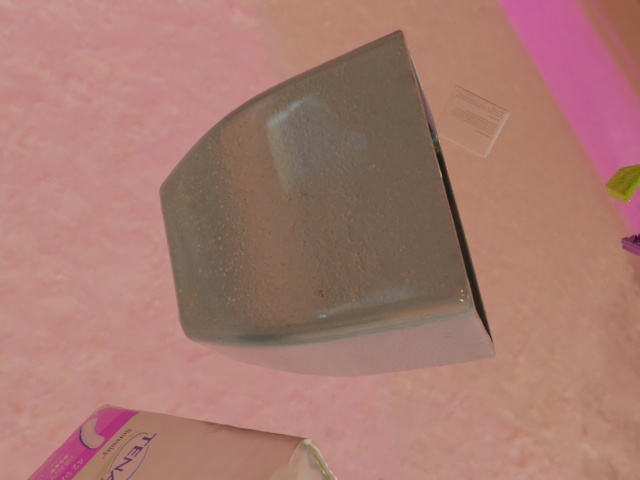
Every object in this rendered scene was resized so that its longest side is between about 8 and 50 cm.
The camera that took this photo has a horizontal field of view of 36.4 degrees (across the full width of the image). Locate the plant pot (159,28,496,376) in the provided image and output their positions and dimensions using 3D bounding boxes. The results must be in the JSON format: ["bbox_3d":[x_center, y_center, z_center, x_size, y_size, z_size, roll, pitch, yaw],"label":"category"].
[{"bbox_3d":[0.000,0.000,0.883,0.248,0.252,0.247,48,29,-70],"label":"plant pot"}]

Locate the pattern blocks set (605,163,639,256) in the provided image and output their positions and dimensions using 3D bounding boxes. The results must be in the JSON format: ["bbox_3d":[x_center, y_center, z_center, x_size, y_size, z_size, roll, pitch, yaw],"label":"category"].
[{"bbox_3d":[0.535,-0.070,1.337,0.325,0.285,0.026,-41,124,-29],"label":"pattern blocks set"}]

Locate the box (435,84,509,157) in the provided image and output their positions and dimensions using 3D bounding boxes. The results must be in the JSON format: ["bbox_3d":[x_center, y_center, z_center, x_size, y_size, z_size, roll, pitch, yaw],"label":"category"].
[{"bbox_3d":[0.252,-0.197,1.630,0.101,0.087,0.102,28,7,6],"label":"box"}]

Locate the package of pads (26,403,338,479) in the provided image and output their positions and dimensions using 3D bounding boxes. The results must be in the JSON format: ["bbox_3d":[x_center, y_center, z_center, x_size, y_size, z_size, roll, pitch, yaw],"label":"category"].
[{"bbox_3d":[-0.142,0.239,0.620,0.296,0.229,0.101,-49,125,-38],"label":"package of pads"}]
